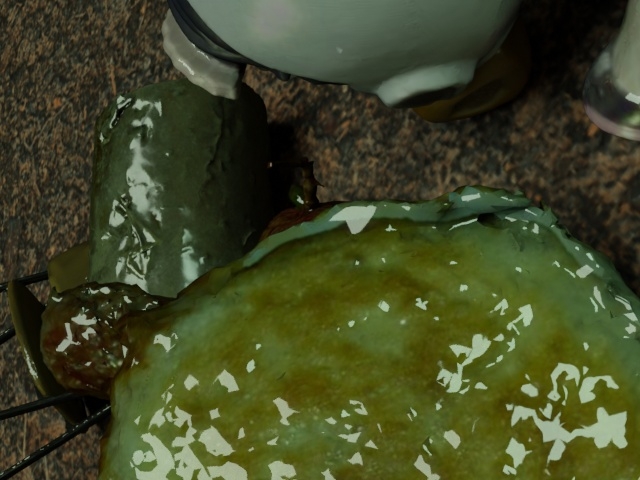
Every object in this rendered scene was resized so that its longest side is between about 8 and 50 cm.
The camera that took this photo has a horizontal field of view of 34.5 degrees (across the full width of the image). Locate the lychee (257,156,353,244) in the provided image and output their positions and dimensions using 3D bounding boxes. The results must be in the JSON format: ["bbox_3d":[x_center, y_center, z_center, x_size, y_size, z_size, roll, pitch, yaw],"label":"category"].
[{"bbox_3d":[0.004,0.005,0.758,0.114,0.101,0.140,-83,4,-72],"label":"lychee"}]

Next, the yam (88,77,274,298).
[{"bbox_3d":[-0.112,0.011,0.845,0.161,0.161,0.267,-13,73,45],"label":"yam"}]

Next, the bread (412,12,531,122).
[{"bbox_3d":[0.081,-0.196,0.741,0.093,0.074,0.239,-31,60,31],"label":"bread"}]

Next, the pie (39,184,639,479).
[{"bbox_3d":[0.042,0.186,0.580,0.396,0.180,0.417,-16,67,6],"label":"pie"}]

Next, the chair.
[{"bbox_3d":[-0.279,0.110,1.019,0.247,0.172,0.158,-24,55,-6],"label":"chair"}]

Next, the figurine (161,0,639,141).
[{"bbox_3d":[0.074,-0.210,0.584,0.362,0.211,0.253,5,69,17],"label":"figurine"}]
